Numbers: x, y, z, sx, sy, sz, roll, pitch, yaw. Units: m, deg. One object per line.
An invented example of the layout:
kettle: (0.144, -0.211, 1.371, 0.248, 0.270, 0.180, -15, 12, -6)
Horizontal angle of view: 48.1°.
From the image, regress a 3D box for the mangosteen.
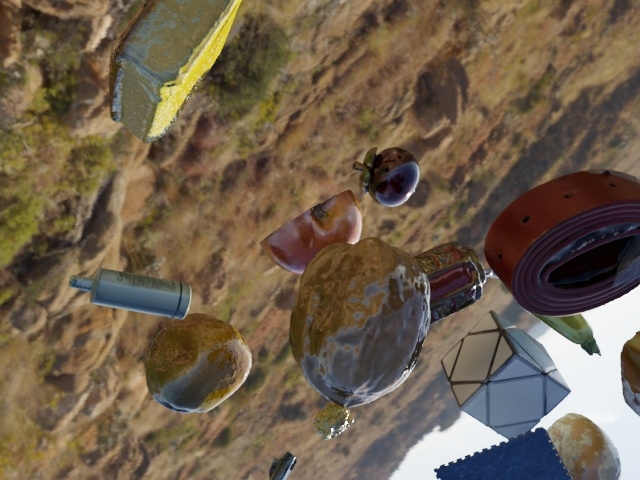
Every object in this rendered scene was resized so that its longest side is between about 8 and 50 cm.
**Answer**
mangosteen: (0.190, -0.194, 2.100, 0.199, 0.200, 0.200, -28, 164, -9)

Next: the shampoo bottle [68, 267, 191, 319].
shampoo bottle: (-0.425, 0.114, 1.602, 0.262, 0.085, 0.085, 13, 143, -25)

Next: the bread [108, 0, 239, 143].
bread: (-0.287, -0.389, 1.421, 0.324, 0.143, 0.333, -61, -170, -22)

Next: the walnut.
walnut: (0.076, 0.172, 1.487, 0.305, 0.344, 0.306, 7, 167, 2)

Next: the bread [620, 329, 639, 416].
bread: (0.484, 0.212, 0.864, 0.110, 0.234, 0.184, -44, 140, -12)

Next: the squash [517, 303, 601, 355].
squash: (0.567, 0.187, 1.672, 0.094, 0.224, 0.094, -31, 149, -21)

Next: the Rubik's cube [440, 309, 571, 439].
Rubik's cube: (0.458, 0.339, 1.796, 0.207, 0.205, 0.205, -49, -159, 16)

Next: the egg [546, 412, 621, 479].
egg: (0.661, 0.564, 1.830, 0.203, 0.245, 0.203, 0, 147, 0)

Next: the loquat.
loquat: (-0.336, 0.346, 1.993, 0.284, 0.275, 0.276, -63, 173, -18)

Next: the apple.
apple: (0.000, 0.000, 1.943, 0.292, 0.163, 0.251, -31, 178, -19)

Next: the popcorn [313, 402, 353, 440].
popcorn: (0.025, 0.373, 1.477, 0.082, 0.057, 0.083, -49, 148, 13)

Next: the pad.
pad: (0.423, 0.553, 1.593, 0.269, 0.269, 0.012, -28, -159, 14)

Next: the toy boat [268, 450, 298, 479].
toy boat: (-0.117, 0.635, 1.927, 0.141, 0.060, 0.055, -58, 174, -23)

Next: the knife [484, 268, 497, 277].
knife: (0.500, 0.099, 2.134, 0.247, 0.018, 0.035, 4, 152, -40)

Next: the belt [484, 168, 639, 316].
belt: (0.446, 0.003, 1.208, 0.323, 0.115, 0.227, -15, 128, -6)

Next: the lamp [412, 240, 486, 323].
lamp: (0.258, 0.112, 1.716, 0.273, 0.177, 0.177, -23, 163, -8)
